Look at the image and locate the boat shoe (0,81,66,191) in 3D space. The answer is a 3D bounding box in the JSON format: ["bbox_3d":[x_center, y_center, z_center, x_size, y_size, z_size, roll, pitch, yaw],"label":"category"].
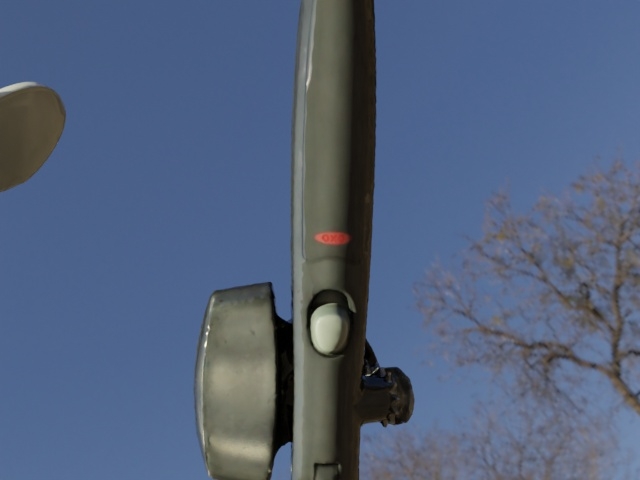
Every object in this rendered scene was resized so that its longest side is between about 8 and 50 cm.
[{"bbox_3d":[-0.509,-0.097,1.302,0.367,0.156,0.136,-50,-36,-29],"label":"boat shoe"}]

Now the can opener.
[{"bbox_3d":[0.000,0.000,0.335,0.073,0.059,0.186,4,-81,-13],"label":"can opener"}]
